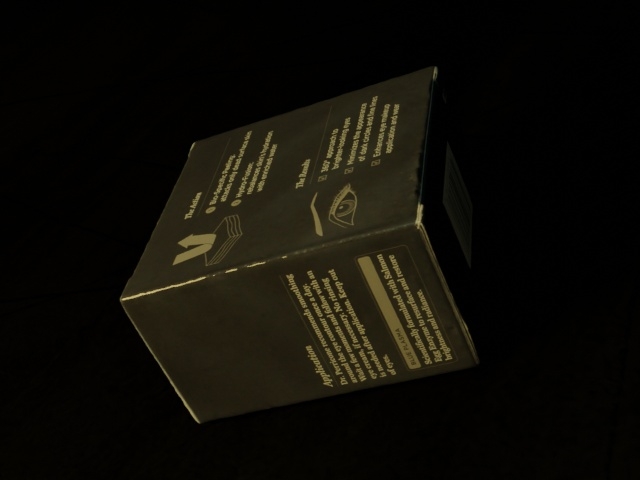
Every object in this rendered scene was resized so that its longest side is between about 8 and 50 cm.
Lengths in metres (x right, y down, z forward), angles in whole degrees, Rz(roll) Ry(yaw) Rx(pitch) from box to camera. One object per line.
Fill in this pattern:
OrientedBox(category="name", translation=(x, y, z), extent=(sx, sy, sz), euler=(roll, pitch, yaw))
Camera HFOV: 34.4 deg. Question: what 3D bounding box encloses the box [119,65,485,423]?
OrientedBox(category="box", translation=(0.000, 0.000, 0.553), extent=(0.158, 0.093, 0.156), euler=(-14, 32, 20))
